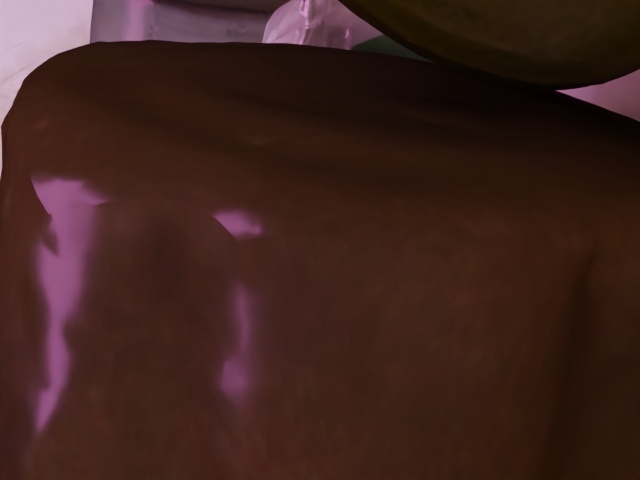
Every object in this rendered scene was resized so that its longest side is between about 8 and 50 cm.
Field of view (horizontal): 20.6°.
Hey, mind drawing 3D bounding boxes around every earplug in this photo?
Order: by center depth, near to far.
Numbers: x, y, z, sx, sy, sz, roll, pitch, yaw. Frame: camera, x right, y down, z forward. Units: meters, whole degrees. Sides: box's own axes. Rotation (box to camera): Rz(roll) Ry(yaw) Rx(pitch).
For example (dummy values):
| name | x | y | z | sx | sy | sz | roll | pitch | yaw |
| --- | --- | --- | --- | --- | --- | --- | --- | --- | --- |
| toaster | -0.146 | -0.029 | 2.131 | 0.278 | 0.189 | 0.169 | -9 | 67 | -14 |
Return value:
| name | x | y | z | sx | sy | sz | roll | pitch | yaw |
| --- | --- | --- | --- | --- | --- | --- | --- | --- | --- |
| earplug | -0.152 | -0.137 | 2.208 | 0.312 | 0.313 | 0.394 | -117 | 35 | -69 |

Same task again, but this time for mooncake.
| name | x | y | z | sx | sy | sz | roll | pitch | yaw |
| --- | --- | --- | --- | --- | --- | --- | --- | --- | --- |
| mooncake | 0.013 | 0.034 | 1.082 | 0.467 | 0.467 | 0.262 | -122 | 36 | -71 |

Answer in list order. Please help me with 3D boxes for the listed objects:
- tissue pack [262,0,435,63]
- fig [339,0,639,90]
| name | x | y | z | sx | sy | sz | roll | pitch | yaw |
| --- | --- | --- | --- | --- | --- | --- | --- | --- | --- |
| tissue pack | 0.025 | -0.038 | 1.606 | 0.266 | 0.194 | 0.356 | -170 | 88 | -81 |
| fig | 0.109 | -0.238 | 1.060 | 0.316 | 0.316 | 0.316 | -173 | 90 | -78 |
